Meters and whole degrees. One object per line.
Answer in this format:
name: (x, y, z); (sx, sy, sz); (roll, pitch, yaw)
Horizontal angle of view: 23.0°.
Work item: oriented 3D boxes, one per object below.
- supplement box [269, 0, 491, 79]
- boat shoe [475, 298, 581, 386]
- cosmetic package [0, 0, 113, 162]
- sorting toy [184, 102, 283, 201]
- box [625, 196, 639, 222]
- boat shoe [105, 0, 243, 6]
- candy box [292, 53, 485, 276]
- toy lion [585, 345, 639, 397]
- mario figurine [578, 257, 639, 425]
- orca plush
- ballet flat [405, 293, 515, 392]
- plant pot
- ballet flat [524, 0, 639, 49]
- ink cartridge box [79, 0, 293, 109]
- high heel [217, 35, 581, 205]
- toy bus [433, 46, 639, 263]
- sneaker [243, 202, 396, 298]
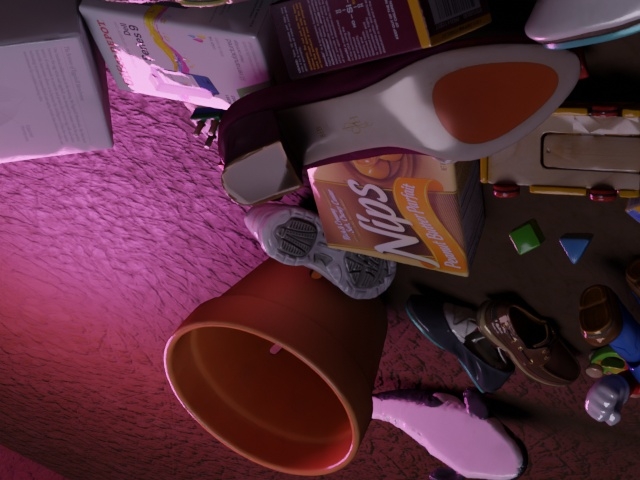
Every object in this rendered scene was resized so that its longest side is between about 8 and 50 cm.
supplement box: (0.056, -0.221, 1.530); (0.188, 0.104, 0.080); (-8, 103, 44)
boat shoe: (0.285, 0.138, 2.087); (0.178, 0.064, 0.060); (38, 151, -24)
cosmetic package: (-0.364, -0.202, 1.777); (0.225, 0.138, 0.224); (-7, 150, -1)
sorting toy: (-0.090, -0.128, 1.896); (0.132, 0.046, 0.274); (0, 145, 36)
box: (0.415, -0.015, 1.754); (0.136, 0.028, 0.081); (37, 149, -24)
boat shoe: (-0.113, -0.279, 1.565); (0.324, 0.116, 0.096); (-7, 139, 34)
candy box: (0.082, -0.088, 1.795); (0.183, 0.087, 0.316); (12, 152, 17)
toy lion: (0.416, 0.166, 2.085); (0.100, 0.034, 0.096); (27, 146, -9)
mario figurine: (0.448, 0.170, 1.917); (0.198, 0.170, 0.320); (-6, 140, 40)
orca plush: (0.194, 0.295, 2.406); (0.287, 0.151, 0.102); (3, 179, 27)
ballet flat: (0.199, 0.130, 2.144); (0.074, 0.074, 0.203); (-10, 133, 46)
plant pot: (-0.039, 0.148, 2.146); (0.291, 0.203, 0.291); (19, 140, 17)
ballet flat: (0.327, -0.264, 1.282); (0.400, 0.139, 0.139); (-10, 139, 40)
ink cartridge box: (-0.133, -0.223, 1.703); (0.212, 0.093, 0.154); (14, 153, 19)
high heel: (0.070, -0.150, 1.594); (0.377, 0.181, 0.127); (-14, 117, 6)
toy bus: (0.246, -0.098, 1.621); (0.191, 0.104, 0.202); (-44, 85, 22)
sneaker: (0.000, 0.000, 2.045); (0.232, 0.090, 0.115); (28, -177, -35)
